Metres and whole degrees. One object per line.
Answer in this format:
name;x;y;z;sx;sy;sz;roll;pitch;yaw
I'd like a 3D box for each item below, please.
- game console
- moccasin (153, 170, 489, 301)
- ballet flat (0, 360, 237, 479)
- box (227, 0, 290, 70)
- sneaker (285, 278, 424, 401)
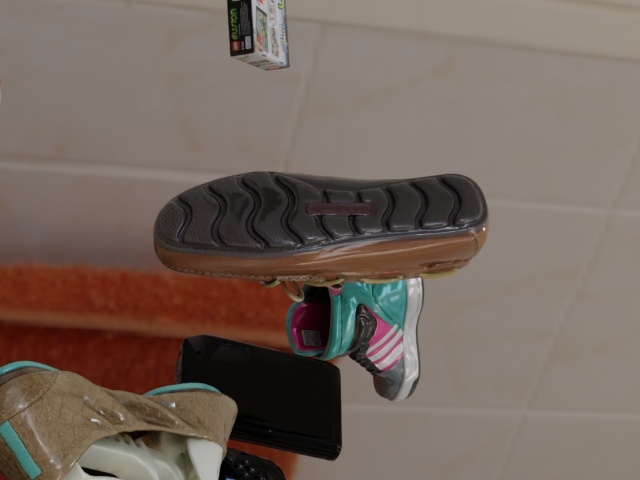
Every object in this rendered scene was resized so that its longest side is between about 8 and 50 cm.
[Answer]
game console;-0.074;0.276;1.869;0.044;0.213;0.361;120;-23;-45
moccasin;-0.001;-0.002;1.786;0.147;0.380;0.139;103;-25;-50
ballet flat;-0.153;0.179;1.283;0.116;0.342;0.124;-39;-115;12
box;-0.082;-0.327;1.992;0.114;0.036;0.207;11;75;-68
sneaker;0.043;0.133;2.145;0.295;0.178;0.123;89;-17;-45
